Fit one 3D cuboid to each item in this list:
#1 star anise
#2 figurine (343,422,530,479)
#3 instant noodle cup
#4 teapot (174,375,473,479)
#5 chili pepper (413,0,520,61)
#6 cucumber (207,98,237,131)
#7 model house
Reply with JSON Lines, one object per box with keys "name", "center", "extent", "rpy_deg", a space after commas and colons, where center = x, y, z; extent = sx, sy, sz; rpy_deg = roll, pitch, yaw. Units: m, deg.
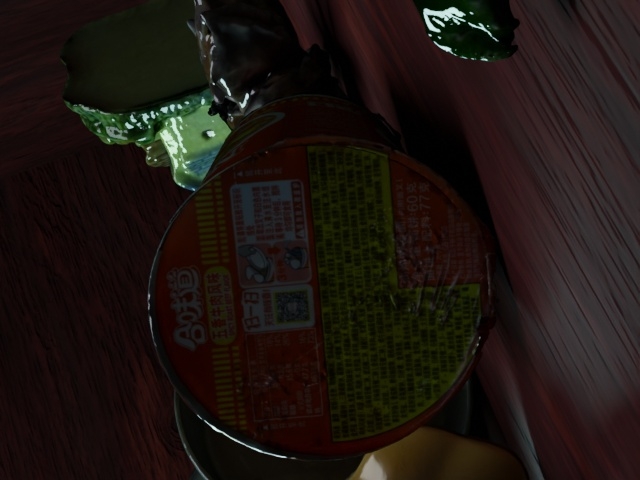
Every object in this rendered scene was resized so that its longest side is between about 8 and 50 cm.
{"name": "star anise", "center": [-0.027, -0.105, 1.429], "extent": [0.209, 0.089, 0.231], "rpy_deg": [60, 179, -22]}
{"name": "figurine", "center": [0.057, 0.220, 1.093], "extent": [0.257, 0.208, 0.181], "rpy_deg": [-54, -13, -67]}
{"name": "instant noodle cup", "center": [0.000, 0.000, 1.160], "extent": [0.212, 0.193, 0.193], "rpy_deg": [-93, -14, -71]}
{"name": "teapot", "center": [0.016, 0.204, 1.416], "extent": [0.300, 0.253, 0.344], "rpy_deg": [42, 158, 23]}
{"name": "chili pepper", "center": [0.046, -0.150, 0.691], "extent": [0.108, 0.062, 0.216], "rpy_deg": [-116, 6, -48]}
{"name": "cucumber", "center": [-0.008, -0.029, 1.590], "extent": [0.072, 0.081, 0.303], "rpy_deg": [12, -142, -43]}
{"name": "model house", "center": [-0.147, -0.129, 2.076], "extent": [0.214, 0.195, 0.189], "rpy_deg": [-113, -2, -52]}
